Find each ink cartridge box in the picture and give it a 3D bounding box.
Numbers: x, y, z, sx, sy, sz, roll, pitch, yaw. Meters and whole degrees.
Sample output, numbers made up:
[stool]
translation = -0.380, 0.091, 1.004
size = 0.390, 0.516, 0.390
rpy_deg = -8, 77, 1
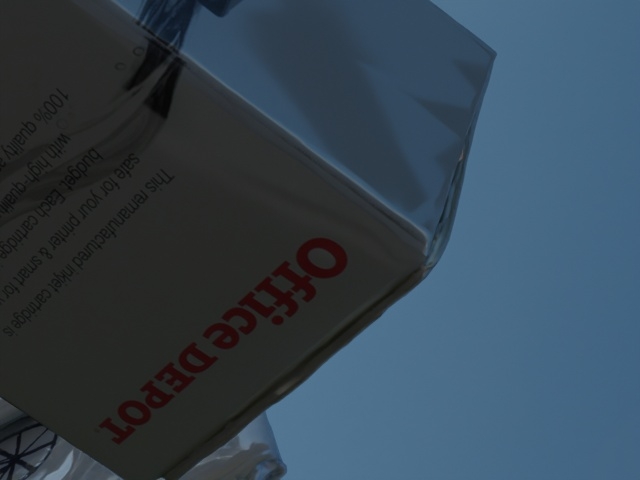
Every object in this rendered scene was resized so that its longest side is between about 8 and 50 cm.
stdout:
[ink cartridge box]
translation = -0.058, -0.032, 0.386
size = 0.150, 0.063, 0.109
rpy_deg = 36, -46, -14

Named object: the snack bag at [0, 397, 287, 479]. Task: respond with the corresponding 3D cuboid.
[snack bag]
translation = -0.189, 0.106, 1.166
size = 0.323, 0.342, 0.037
rpy_deg = -28, -58, 7
